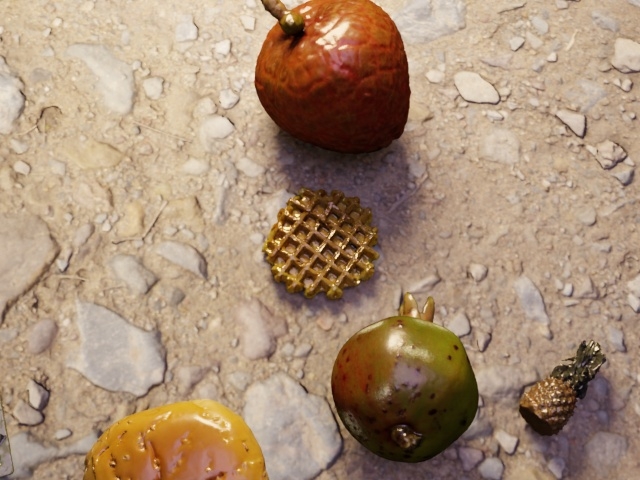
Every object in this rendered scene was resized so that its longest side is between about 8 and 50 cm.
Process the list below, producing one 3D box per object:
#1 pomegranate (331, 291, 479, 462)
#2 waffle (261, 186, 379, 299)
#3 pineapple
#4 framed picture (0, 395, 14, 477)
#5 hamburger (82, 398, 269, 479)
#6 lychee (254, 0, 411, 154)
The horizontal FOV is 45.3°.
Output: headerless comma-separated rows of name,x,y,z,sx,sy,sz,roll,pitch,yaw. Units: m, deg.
pomegranate,0.121,0.172,1.036,0.198,0.198,0.246,19,68,2
waffle,0.004,0.003,1.174,0.191,0.038,0.191,2,68,-5
pineapple,0.357,0.207,1.111,0.159,0.074,0.074,-41,77,-21
framed picture,-0.569,0.253,1.037,0.273,0.016,0.217,-15,70,-11
hamburger,-0.183,0.319,0.967,0.244,0.163,0.245,1,71,-4
lychee,0.017,-0.264,1.167,0.255,0.300,0.255,-20,35,15
